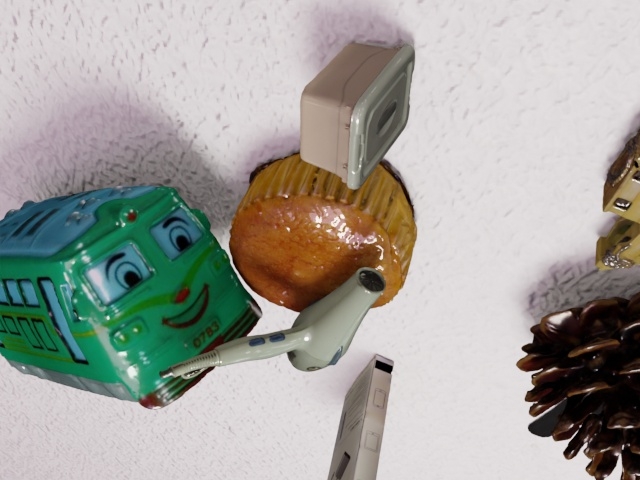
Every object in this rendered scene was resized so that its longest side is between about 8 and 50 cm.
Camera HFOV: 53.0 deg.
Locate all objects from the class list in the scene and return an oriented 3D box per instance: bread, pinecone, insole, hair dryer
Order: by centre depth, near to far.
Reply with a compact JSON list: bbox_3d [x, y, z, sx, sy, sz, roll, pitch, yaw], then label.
[{"bbox_3d":[-0.030,0.078,0.604,0.199,0.067,0.167,4,141,-44],"label":"hair dryer"},{"bbox_3d":[0.311,0.153,0.656,0.208,0.207,0.207,10,135,11],"label":"pinecone"},{"bbox_3d":[0.001,0.001,0.684,0.199,0.104,0.199,11,135,11],"label":"bread"},{"bbox_3d":[0.334,0.230,0.853,0.053,0.002,0.152,28,135,-7],"label":"insole"}]

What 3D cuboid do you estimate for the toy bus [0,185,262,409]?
[{"bbox_3d":[-0.254,0.046,0.722,0.344,0.183,0.199,-3,119,43],"label":"toy bus"}]

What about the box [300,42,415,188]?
[{"bbox_3d":[0.031,-0.114,0.557,0.062,0.122,0.089,19,137,18],"label":"box"}]

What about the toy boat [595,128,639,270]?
[{"bbox_3d":[0.294,-0.049,0.564,0.077,0.057,0.200,20,137,8],"label":"toy boat"}]

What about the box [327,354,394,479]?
[{"bbox_3d":[0.044,0.285,0.840,0.033,0.247,0.129,22,137,-6],"label":"box"}]
